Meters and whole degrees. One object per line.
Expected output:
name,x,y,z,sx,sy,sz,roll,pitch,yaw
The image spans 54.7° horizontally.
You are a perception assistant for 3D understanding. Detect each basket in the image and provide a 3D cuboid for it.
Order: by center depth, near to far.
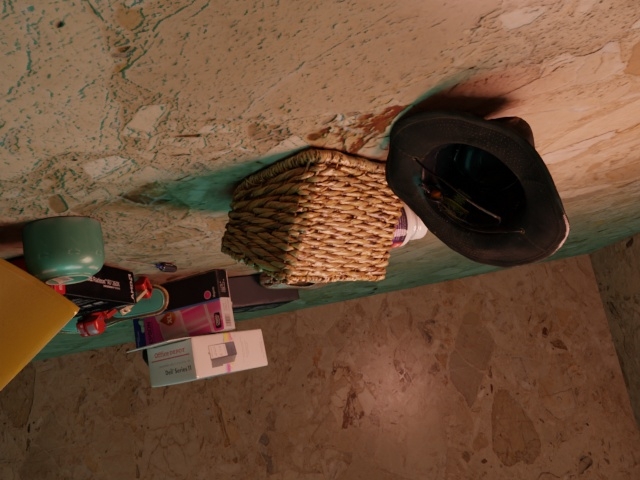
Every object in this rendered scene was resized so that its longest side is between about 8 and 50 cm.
basket,-0.013,-0.060,1.107,0.213,0.223,0.299,23,-166,39

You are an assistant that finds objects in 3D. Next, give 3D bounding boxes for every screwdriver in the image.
screwdriver,-0.412,0.057,1.509,0.024,0.025,0.170,-16,159,26

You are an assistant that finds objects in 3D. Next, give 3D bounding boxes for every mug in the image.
mug,-0.435,0.023,1.085,0.129,0.097,0.158,-21,165,40

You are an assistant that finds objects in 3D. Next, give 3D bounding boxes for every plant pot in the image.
plant pot,-0.573,0.120,1.029,0.212,0.187,0.212,2,-134,52

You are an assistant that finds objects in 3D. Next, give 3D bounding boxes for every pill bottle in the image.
pill bottle,0.129,-0.035,1.324,0.193,0.108,0.108,-5,168,-27

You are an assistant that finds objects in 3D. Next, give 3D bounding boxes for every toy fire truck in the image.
toy fire truck,-0.533,0.172,1.613,0.135,0.047,0.192,-8,-151,15

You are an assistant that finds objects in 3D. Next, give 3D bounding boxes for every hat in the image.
hat,0.256,-0.105,0.945,0.134,0.331,0.331,-48,-177,-21

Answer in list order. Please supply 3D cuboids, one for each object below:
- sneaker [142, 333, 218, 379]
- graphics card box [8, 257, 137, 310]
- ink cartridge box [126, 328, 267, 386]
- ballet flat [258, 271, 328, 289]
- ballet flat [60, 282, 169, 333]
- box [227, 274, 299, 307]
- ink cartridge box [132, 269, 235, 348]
sneaker,-0.419,0.376,2.074,0.169,0.257,0.447,-19,-167,14
graphics card box,-0.602,0.114,1.394,0.233,0.094,0.371,-13,168,8
ink cartridge box,-0.350,0.340,1.779,0.207,0.119,0.353,-19,167,36
ballet flat,-0.074,0.117,1.982,0.250,0.084,0.058,-2,168,-17
ballet flat,-0.600,0.185,1.730,0.348,0.123,0.123,-8,169,-13
box,-0.230,0.178,2.061,0.261,0.103,0.184,-3,170,-33
ink cartridge box,-0.432,0.213,1.840,0.371,0.176,0.069,-16,168,25
